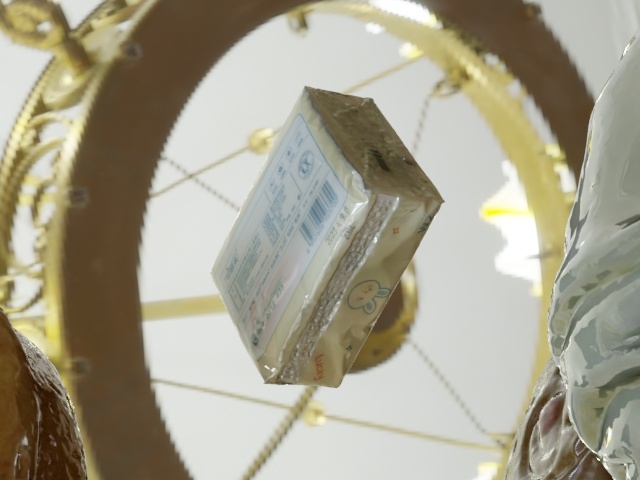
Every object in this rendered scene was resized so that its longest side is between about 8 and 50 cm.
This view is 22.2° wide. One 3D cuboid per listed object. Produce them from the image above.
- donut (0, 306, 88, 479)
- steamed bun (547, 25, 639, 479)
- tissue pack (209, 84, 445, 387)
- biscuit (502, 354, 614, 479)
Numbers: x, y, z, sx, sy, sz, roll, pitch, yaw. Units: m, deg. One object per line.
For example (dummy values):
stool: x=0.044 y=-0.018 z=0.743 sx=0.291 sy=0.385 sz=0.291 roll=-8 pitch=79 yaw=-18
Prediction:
donut: x=-0.297 y=0.186 z=1.150 sx=0.150 sy=0.299 sz=0.317 roll=39 pitch=-114 yaw=-49
steamed bun: x=0.261 y=0.053 z=0.807 sx=0.368 sy=0.342 sz=0.255 roll=47 pitch=-118 yaw=-3
tissue pack: x=0.000 y=0.000 z=1.290 sx=0.092 sy=0.148 sz=0.196 roll=10 pitch=-56 yaw=-33
biscuit: x=0.254 y=0.091 z=1.416 sx=0.070 sy=0.350 sz=0.394 roll=26 pitch=-94 yaw=1
